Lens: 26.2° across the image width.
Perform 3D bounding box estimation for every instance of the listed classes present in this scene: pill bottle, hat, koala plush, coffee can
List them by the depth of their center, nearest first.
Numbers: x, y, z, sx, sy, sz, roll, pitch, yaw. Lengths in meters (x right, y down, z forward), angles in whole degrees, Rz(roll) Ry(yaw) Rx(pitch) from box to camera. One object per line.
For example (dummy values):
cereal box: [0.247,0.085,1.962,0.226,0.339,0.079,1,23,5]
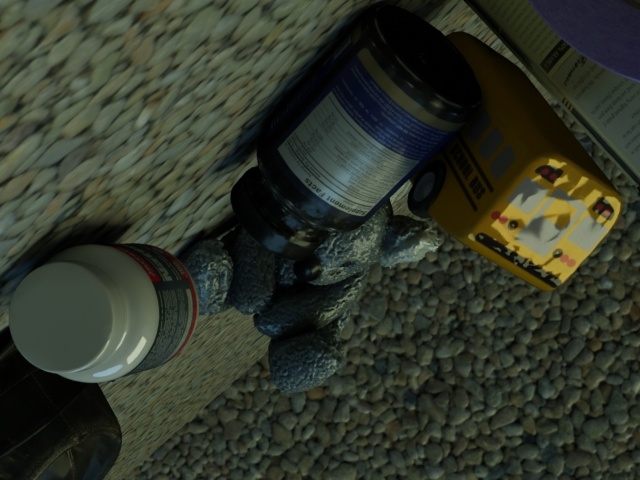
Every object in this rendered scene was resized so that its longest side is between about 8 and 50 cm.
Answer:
pill bottle: [-0.168,0.055,1.069,0.108,0.108,0.180,-42,173,8]
pill bottle: [0.023,-0.085,1.174,0.219,0.123,0.123,-45,172,29]
hat: [-0.267,0.188,1.258,0.331,0.134,0.331,-41,173,-6]
coffee can: [0.286,-0.199,1.259,0.201,0.275,0.201,-40,173,-6]
koala plush: [0.000,0.000,1.388,0.203,0.196,0.221,-50,-179,-43]

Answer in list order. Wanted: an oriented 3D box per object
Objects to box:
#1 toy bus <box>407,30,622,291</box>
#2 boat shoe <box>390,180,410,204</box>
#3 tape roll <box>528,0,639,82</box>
toy bus: [0.141,-0.085,1.225,0.130,0.108,0.332,-53,-154,18]
boat shoe: [0.065,-0.082,1.513,0.096,0.098,0.277,-37,170,-27]
tape roll: [0.248,-0.233,0.849,0.275,0.275,0.090,-45,171,30]
